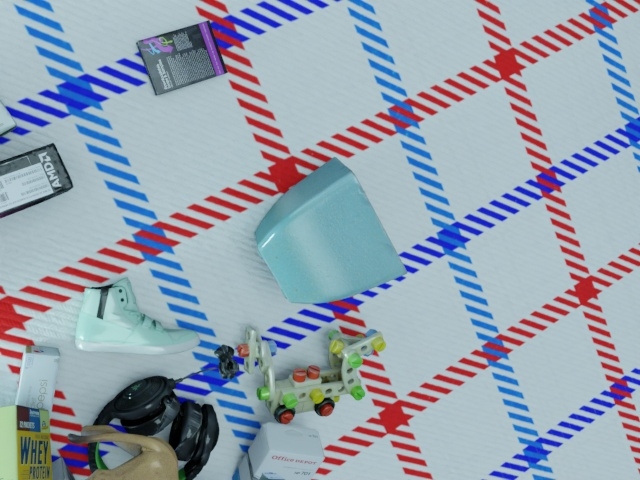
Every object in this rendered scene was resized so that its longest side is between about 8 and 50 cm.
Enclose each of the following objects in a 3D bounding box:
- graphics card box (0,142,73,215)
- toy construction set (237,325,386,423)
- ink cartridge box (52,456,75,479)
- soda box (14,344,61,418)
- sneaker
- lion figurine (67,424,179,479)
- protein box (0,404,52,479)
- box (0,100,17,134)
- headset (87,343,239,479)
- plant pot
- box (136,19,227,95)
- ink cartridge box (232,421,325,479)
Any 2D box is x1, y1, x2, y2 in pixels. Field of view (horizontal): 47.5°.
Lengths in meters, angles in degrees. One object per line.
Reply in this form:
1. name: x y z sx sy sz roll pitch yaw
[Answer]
1. graphics card box: -0.638 -0.063 1.296 0.371 0.233 0.094 -26 100 -20
2. toy construction set: -0.027 0.290 1.632 0.328 0.151 0.215 5 117 -16
3. ink cartridge box: -0.589 0.640 1.436 0.310 0.130 0.271 -28 105 -18
4. soda box: -0.571 0.322 1.446 0.069 0.074 0.216 10 91 -23
5. sneaker: -0.368 0.155 1.507 0.256 0.094 0.151 6 90 -25
6. lion figurine: -0.317 0.490 1.420 0.240 0.142 0.392 -7 130 9
7. protein box: -0.609 0.414 1.309 0.201 0.136 0.199 -10 72 2
8. box: -0.640 -0.231 1.358 0.101 0.087 0.102 -35 108 -16
9. headset: -0.307 0.379 1.503 0.243 0.185 0.394 38 91 -22
10. plant pot: 0.000 0.000 1.577 0.252 0.248 0.247 -30 106 1
11. box: -0.290 -0.383 1.525 0.162 0.029 0.116 -23 102 -21
12. ink cartridge box: -0.096 0.505 1.617 0.140 0.082 0.190 15 121 -23
